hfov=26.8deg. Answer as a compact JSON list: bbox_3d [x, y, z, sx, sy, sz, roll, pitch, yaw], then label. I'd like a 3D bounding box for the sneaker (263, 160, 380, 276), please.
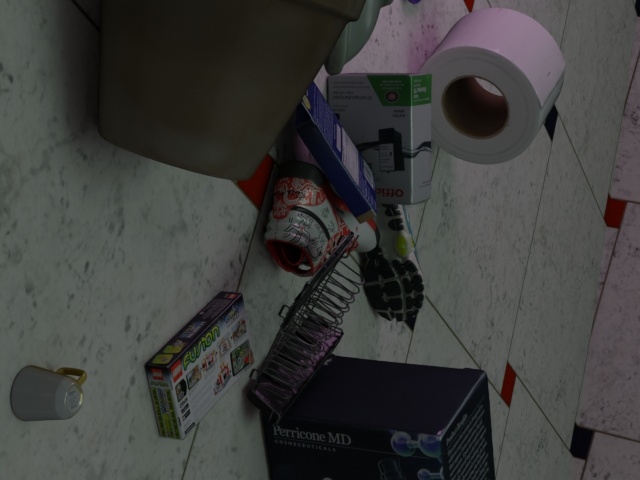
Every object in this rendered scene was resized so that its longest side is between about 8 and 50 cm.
[{"bbox_3d":[-0.001,0.000,2.055,0.270,0.090,0.145,44,56,-53],"label":"sneaker"}]

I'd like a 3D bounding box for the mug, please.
[{"bbox_3d":[-0.297,0.166,1.495,0.062,0.064,0.078,56,44,-51],"label":"mug"}]

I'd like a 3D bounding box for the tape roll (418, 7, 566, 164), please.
[{"bbox_3d":[0.312,-0.285,2.481,0.169,0.246,0.246,-53,139,-47],"label":"tape roll"}]

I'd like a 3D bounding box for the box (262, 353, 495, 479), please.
[{"bbox_3d":[0.105,0.405,2.095,0.212,0.293,0.396,-42,130,-56],"label":"box"}]

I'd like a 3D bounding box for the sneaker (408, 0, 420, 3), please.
[{"bbox_3d":[0.197,-0.478,2.445,0.170,0.068,0.071,-39,143,-46],"label":"sneaker"}]

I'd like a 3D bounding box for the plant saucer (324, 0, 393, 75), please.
[{"bbox_3d":[0.047,-0.430,1.845,0.400,0.100,0.401,176,-90,-87],"label":"plant saucer"}]

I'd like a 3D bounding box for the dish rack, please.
[{"bbox_3d":[-0.011,0.120,1.935,0.208,0.074,0.271,-52,170,-44],"label":"dish rack"}]

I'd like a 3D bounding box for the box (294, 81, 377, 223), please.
[{"bbox_3d":[0.015,-0.147,2.020,0.225,0.036,0.136,57,16,-25],"label":"box"}]

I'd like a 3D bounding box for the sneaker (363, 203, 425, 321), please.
[{"bbox_3d":[0.131,0.013,2.320,0.110,0.107,0.275,-61,147,-59],"label":"sneaker"}]

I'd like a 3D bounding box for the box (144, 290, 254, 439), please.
[{"bbox_3d":[-0.159,0.165,1.811,0.207,0.036,0.114,-45,133,-54],"label":"box"}]

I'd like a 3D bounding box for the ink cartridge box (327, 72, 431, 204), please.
[{"bbox_3d":[0.096,-0.164,2.156,0.087,0.153,0.208,-19,109,-61],"label":"ink cartridge box"}]

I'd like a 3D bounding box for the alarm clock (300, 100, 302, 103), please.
[{"bbox_3d":[-0.060,-0.284,1.843,0.064,0.129,0.192,33,65,-60],"label":"alarm clock"}]

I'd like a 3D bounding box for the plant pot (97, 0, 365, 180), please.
[{"bbox_3d":[-0.128,-0.230,1.564,0.323,0.323,0.280,-2,112,-64],"label":"plant pot"}]
